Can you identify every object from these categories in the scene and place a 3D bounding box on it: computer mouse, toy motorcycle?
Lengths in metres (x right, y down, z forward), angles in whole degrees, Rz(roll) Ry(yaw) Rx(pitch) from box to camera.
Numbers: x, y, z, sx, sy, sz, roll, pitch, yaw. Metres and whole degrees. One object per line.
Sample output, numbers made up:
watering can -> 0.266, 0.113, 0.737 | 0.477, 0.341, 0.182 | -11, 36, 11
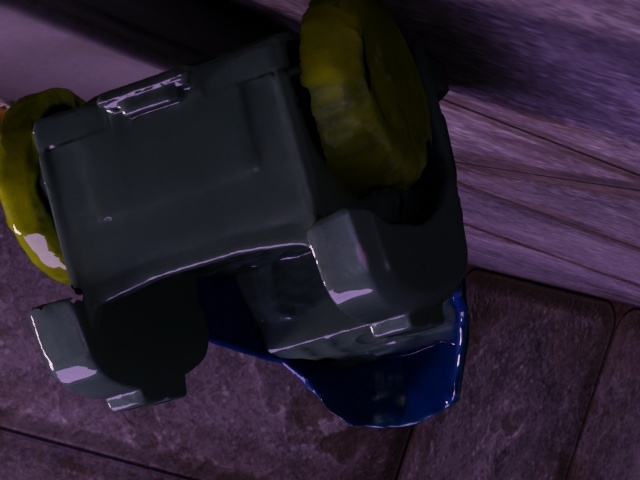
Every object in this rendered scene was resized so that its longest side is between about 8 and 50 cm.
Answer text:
computer mouse -> -0.160, -0.120, 1.114 | 0.331, 0.095, 0.197 | 19, -178, -36
toy motorcycle -> 0.000, 0.000, 1.006 | 0.191, 0.200, 0.326 | -17, 172, 22

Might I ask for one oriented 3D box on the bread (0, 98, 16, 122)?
bread -> -0.272, -0.139, 1.291 | 0.192, 0.109, 0.210 | 17, 179, -28
